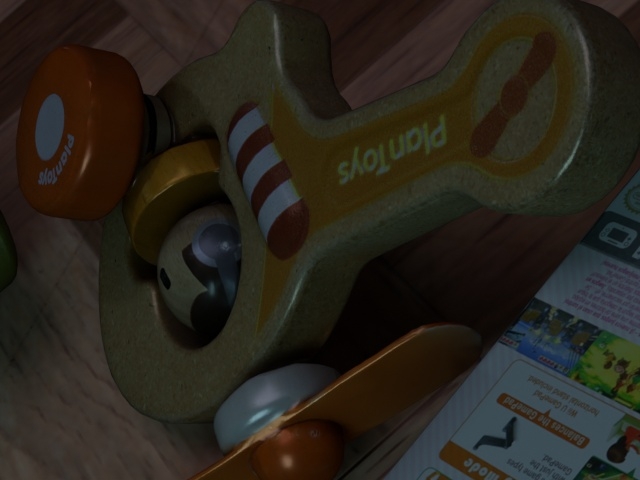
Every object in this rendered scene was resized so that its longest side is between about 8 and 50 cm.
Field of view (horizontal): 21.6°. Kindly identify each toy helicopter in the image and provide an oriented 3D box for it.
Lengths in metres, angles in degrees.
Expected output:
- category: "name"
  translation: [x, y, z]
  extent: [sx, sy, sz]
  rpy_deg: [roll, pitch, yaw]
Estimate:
- category: "toy helicopter"
  translation: [0.000, 0.000, 0.716]
  extent: [0.355, 0.140, 0.235]
  rpy_deg: [-23, 64, 51]

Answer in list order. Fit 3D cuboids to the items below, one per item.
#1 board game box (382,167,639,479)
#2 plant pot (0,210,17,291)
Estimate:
- category: "board game box"
  translation: [0.163, 0.083, 0.571]
  extent: [0.303, 0.097, 0.224]
  rpy_deg: [-48, 39, -12]
- category: "plant pot"
  translation: [-0.364, 0.028, 0.879]
  extent: [0.353, 0.366, 0.366]
  rpy_deg: [-38, 37, -17]
